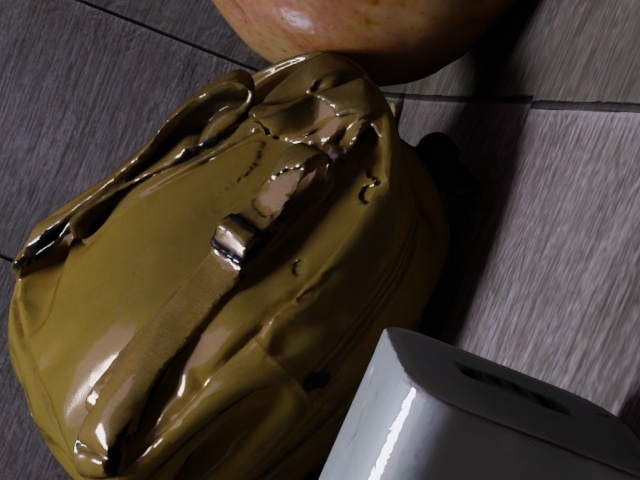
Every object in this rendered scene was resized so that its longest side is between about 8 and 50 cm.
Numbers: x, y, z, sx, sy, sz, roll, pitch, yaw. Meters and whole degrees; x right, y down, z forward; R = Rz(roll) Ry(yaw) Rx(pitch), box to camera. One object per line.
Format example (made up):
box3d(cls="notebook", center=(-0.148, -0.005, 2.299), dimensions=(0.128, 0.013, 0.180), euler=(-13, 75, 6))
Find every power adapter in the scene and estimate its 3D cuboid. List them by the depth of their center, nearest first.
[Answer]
box3d(cls="power adapter", center=(0.051, 0.162, 0.751), dimensions=(0.125, 0.130, 0.205), euler=(-113, 47, -77))

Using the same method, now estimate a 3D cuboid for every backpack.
box3d(cls="backpack", center=(-0.060, 0.042, 1.232), dimensions=(0.378, 0.201, 0.353), euler=(-40, 43, 14))

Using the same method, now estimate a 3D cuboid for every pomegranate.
box3d(cls="pomegranate", center=(0.022, -0.289, 1.331), dimensions=(0.338, 0.338, 0.338), euler=(-159, 90, -81))

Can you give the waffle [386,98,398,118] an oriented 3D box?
box3d(cls="waffle", center=(0.000, 0.000, 1.613), dimensions=(0.168, 0.057, 0.274), euler=(124, 164, -56))
